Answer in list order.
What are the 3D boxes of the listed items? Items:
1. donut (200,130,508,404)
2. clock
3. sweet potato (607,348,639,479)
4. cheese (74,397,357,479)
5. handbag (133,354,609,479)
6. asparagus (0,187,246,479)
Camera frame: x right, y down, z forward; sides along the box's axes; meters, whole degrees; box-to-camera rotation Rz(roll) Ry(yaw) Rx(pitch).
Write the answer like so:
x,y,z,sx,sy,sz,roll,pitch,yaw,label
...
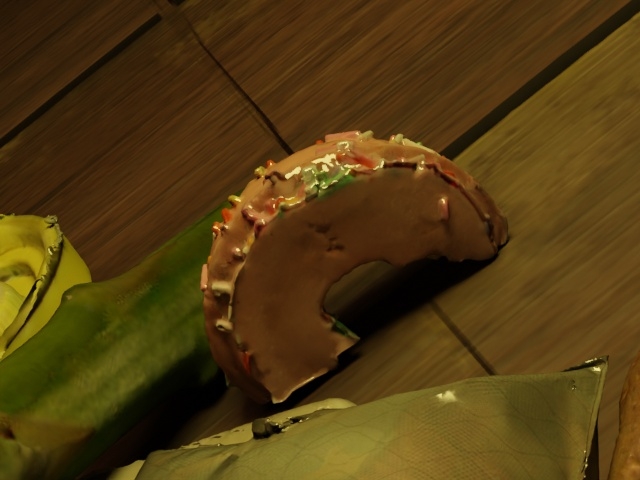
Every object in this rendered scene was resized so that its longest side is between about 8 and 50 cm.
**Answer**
x,y,z,sx,sy,sz,roll,pitch,yaw,label
0.000,0.000,0.896,0.166,0.117,0.065,-36,32,3,donut
-0.260,0.100,1.097,0.293,0.071,0.277,-34,24,8,clock
0.168,0.032,0.715,0.065,0.051,0.218,-6,42,48,sweet potato
-0.152,0.166,0.916,0.400,0.034,0.085,-22,36,30,cheese
-0.002,0.128,0.706,0.270,0.117,0.182,-17,30,37,handbag
-0.112,0.064,0.927,0.082,0.085,0.343,-8,21,38,asparagus
